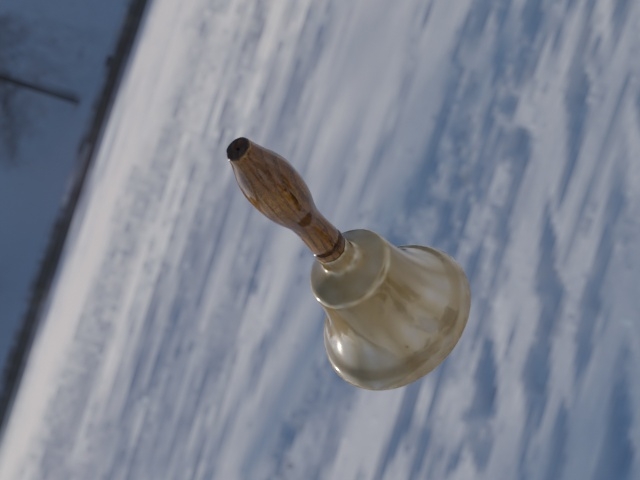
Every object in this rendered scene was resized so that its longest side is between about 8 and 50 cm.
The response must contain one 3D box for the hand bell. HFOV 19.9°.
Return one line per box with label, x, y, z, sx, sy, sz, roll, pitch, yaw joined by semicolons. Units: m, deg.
hand bell;0.000;0.000;1.309;0.126;0.242;0.126;-18;52;24
